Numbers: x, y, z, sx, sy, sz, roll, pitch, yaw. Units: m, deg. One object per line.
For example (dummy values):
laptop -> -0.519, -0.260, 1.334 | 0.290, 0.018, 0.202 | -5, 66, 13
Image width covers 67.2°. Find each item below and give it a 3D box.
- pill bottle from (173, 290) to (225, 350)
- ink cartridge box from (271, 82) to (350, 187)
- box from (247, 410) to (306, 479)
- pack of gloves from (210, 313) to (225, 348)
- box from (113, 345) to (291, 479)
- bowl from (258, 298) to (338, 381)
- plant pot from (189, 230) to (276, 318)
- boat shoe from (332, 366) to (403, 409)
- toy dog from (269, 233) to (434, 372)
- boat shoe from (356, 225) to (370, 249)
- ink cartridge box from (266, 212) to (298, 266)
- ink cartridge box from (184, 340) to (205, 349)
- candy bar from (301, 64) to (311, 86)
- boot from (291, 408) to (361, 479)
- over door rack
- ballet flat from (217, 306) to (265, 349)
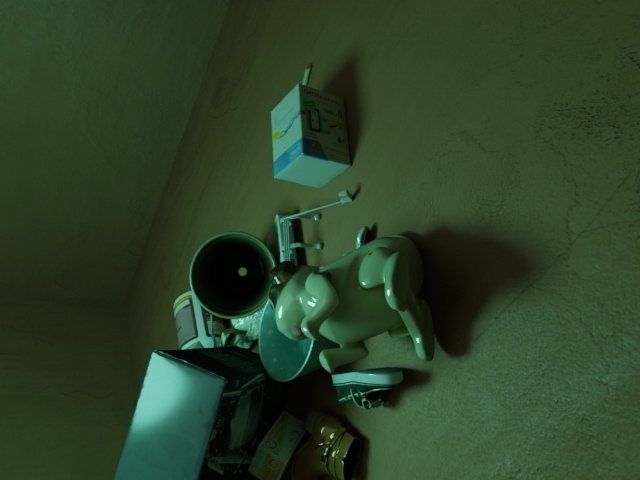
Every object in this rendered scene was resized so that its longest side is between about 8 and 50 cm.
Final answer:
pill bottle -> -0.549, 0.443, 2.236 | 0.224, 0.224, 0.392 | -55, 41, 34
ink cartridge box -> -0.038, -0.357, 1.675 | 0.197, 0.198, 0.270 | -29, 59, 51
box -> -0.133, 0.671, 1.562 | 0.103, 0.203, 0.114 | 27, 111, 12
pack of gloves -> -0.401, 0.436, 1.906 | 0.232, 0.046, 0.195 | -114, 22, -58
box -> -0.359, 0.618, 1.575 | 0.297, 0.472, 0.480 | 13, 85, 25
bowl -> -0.051, 0.299, 1.560 | 0.311, 0.163, 0.311 | -22, 62, 49
plant pot -> -0.323, 0.131, 1.894 | 0.280, 0.323, 0.323 | 132, 145, -87
boat shoe -> 0.127, 0.411, 1.328 | 0.306, 0.113, 0.105 | -28, 66, 54
toy dog -> 0.051, 0.133, 1.249 | 0.408, 0.284, 0.395 | -14, 48, 23
boat shoe -> 0.133, 0.028, 1.471 | 0.040, 0.049, 0.142 | 20, 101, 37
ink cartridge box -> -0.151, 0.070, 1.875 | 0.239, 0.060, 0.275 | 119, 145, -59
ink cartridge box -> -0.492, 0.512, 1.887 | 0.092, 0.160, 0.219 | -33, 9, 7
candy bar -> -0.067, -0.626, 1.945 | 0.040, 0.018, 0.161 | 29, 108, 55
boot -> 0.024, 0.674, 1.447 | 0.220, 0.109, 0.283 | 10, 84, 53
over door rack -> 0.000, 0.000, 1.636 | 0.324, 0.108, 0.239 | -20, 66, 38
ballet flat -> -0.324, 0.372, 1.994 | 0.409, 0.147, 0.147 | -57, 40, 32
